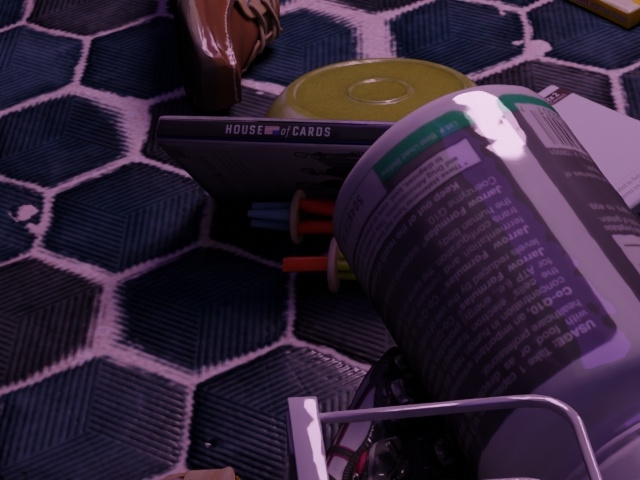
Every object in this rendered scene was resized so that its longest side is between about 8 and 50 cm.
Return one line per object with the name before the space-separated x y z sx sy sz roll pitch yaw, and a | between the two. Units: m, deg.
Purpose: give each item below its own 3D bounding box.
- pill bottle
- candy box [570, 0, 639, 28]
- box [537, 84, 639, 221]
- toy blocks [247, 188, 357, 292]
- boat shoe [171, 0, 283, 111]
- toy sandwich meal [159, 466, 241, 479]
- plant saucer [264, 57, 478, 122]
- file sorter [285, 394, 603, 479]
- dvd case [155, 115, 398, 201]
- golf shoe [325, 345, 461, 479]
pill bottle | 0.172 0.074 1.228 0.204 0.204 0.361 -19 55 -17
candy box | 0.387 -0.306 1.920 0.206 0.027 0.105 -28 44 -27
box | 0.214 -0.027 1.487 0.181 0.119 0.182 -33 44 -31
toy blocks | 0.000 0.000 1.536 0.148 0.054 0.123 3 37 12
boat shoe | -0.103 -0.256 1.848 0.120 0.122 0.324 -6 37 -5
toy sandwich meal | -0.102 0.201 1.297 0.085 0.029 0.085 -4 36 3
plant saucer | 0.060 -0.137 1.696 0.241 0.037 0.241 -3 27 2
file sorter | 0.075 0.254 0.998 0.173 0.277 0.193 -4 36 -4
dvd case | -0.012 -0.071 1.546 0.239 0.179 0.029 3 75 14
golf shoe | 0.032 0.170 1.257 0.120 0.105 0.273 -31 12 20
